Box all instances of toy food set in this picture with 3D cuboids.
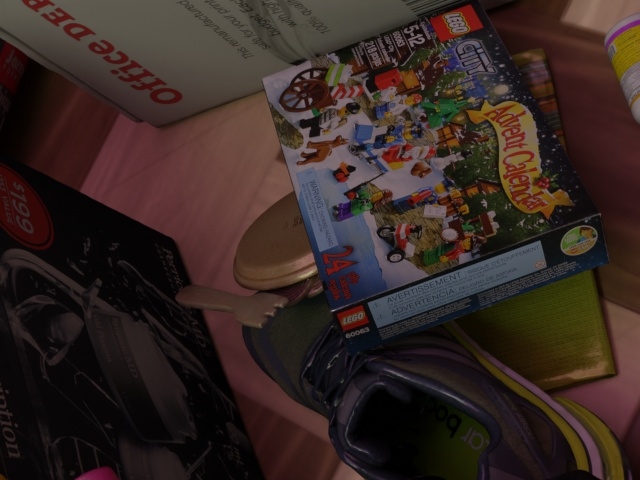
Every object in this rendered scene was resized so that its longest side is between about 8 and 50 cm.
[{"bbox_3d":[0.000,0.000,0.847,0.192,0.038,0.132,-44,27,-25],"label":"toy food set"}]

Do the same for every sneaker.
[{"bbox_3d":[0.043,0.089,0.763,0.300,0.121,0.111,26,96,44],"label":"sneaker"}]

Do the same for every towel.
[{"bbox_3d":[0.123,-0.012,0.833,0.102,0.021,0.237,-18,65,24],"label":"towel"}]

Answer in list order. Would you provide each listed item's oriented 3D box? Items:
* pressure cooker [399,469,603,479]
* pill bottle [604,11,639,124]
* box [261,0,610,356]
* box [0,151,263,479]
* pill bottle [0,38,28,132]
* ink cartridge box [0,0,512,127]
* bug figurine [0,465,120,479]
[{"bbox_3d":[0.088,0.331,0.536,0.420,0.375,0.370,29,69,34],"label":"pressure cooker"},{"bbox_3d":[0.215,-0.102,0.799,0.043,0.043,0.083,-25,63,20],"label":"pill bottle"},{"bbox_3d":[0.061,-0.049,0.781,0.159,0.044,0.233,-21,43,3],"label":"box"},{"bbox_3d":[-0.195,0.131,0.790,0.179,0.312,0.343,-32,61,16],"label":"box"},{"bbox_3d":[-0.348,-0.134,1.050,0.176,0.176,0.318,13,80,32],"label":"pill bottle"},{"bbox_3d":[-0.039,-0.251,0.849,0.395,0.285,0.166,-17,64,23],"label":"ink cartridge box"},{"bbox_3d":[-0.175,0.181,0.533,0.279,0.072,0.216,11,73,35],"label":"bug figurine"}]
